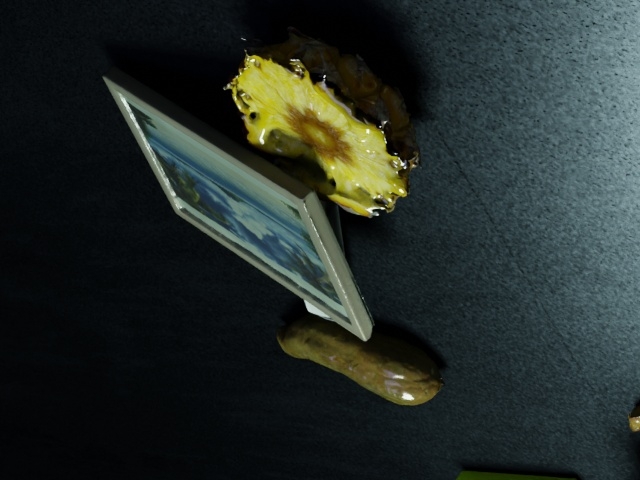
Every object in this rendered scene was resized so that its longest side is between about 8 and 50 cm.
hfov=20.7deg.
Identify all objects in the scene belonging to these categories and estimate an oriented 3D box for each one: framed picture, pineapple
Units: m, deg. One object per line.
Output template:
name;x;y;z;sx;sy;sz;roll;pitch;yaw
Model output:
framed picture;-0.083;-0.039;1.787;0.315;0.024;0.232;31;158;38
pineapple;0.010;-0.114;1.602;0.225;0.076;0.225;30;152;17

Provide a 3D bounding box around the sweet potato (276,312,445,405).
sweet potato;0.032;0.127;1.961;0.233;0.062;0.081;18;149;34

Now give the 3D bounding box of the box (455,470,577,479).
box;0.311;0.397;2.078;0.187;0.047;0.335;-5;133;50

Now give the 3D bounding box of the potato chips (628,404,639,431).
potato chips;0.375;0.175;1.697;0.204;0.026;0.037;-4;136;49

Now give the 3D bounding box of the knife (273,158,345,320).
knife;-0.003;-0.001;1.822;0.073;0.040;0.265;21;149;22
